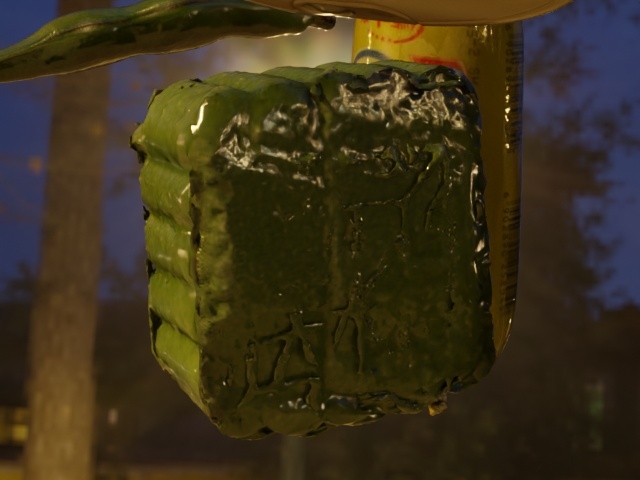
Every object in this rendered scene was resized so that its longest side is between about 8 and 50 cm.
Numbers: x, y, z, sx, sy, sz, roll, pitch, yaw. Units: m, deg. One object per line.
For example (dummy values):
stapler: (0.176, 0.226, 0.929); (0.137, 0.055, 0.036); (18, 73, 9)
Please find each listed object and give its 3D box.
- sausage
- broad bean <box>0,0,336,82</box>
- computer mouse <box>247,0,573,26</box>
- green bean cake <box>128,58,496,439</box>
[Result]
sausage: (0.080, -0.047, 1.324); (0.123, 0.347, 0.123); (1, 8, 0)
broad bean: (-0.121, -0.160, 1.422); (0.297, 0.043, 0.060); (-11, -22, -19)
computer mouse: (0.032, -0.174, 0.877); (0.236, 0.145, 0.082); (12, -7, 31)
green bean cake: (0.000, 0.000, 1.108); (0.200, 0.214, 0.113); (-8, 14, -24)
